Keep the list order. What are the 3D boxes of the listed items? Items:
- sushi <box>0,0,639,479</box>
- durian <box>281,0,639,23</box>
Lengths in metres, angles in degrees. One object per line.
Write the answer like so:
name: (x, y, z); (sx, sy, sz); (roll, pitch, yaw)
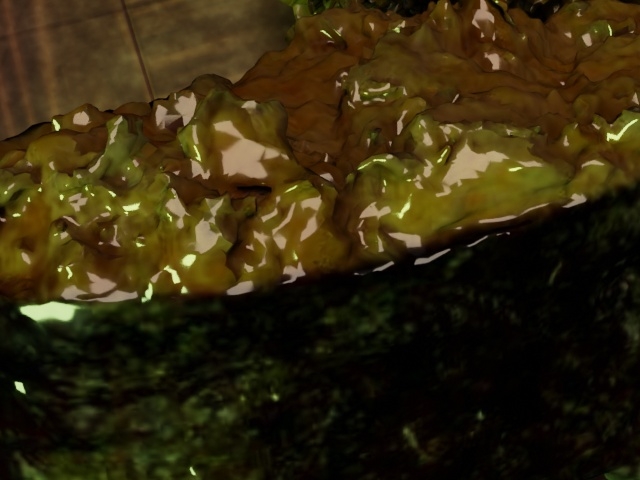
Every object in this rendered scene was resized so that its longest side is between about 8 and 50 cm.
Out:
sushi: (0.000, 0.000, 0.517); (0.348, 0.207, 0.234); (-13, 32, -19)
durian: (0.103, -0.209, 0.617); (0.258, 0.293, 0.258); (13, 70, -41)
